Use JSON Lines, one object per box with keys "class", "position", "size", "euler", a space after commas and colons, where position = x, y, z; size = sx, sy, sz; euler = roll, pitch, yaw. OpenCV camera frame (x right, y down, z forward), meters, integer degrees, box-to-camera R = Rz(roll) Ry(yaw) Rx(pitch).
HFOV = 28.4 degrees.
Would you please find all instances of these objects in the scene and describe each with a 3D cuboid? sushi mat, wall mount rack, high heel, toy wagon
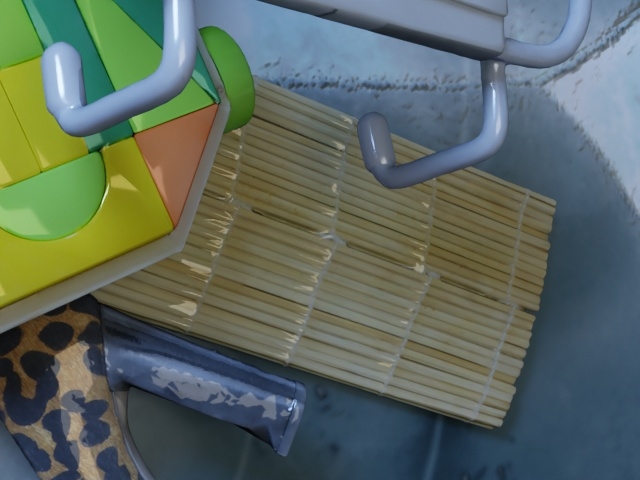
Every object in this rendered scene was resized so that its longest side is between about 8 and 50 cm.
{"class": "sushi mat", "position": [0.000, 0.000, 0.733], "size": [0.317, 0.019, 0.151], "euler": [20, 80, -27]}
{"class": "wall mount rack", "position": [-0.022, -0.188, 0.600], "size": [0.350, 0.130, 0.304], "euler": [6, 75, -44]}
{"class": "high heel", "position": [-0.136, 0.158, 0.639], "size": [0.186, 0.093, 0.261], "euler": [22, 84, -13]}
{"class": "toy wagon", "position": [-0.188, -0.128, 0.585], "size": [0.267, 0.068, 0.344], "euler": [-26, 95, -30]}
